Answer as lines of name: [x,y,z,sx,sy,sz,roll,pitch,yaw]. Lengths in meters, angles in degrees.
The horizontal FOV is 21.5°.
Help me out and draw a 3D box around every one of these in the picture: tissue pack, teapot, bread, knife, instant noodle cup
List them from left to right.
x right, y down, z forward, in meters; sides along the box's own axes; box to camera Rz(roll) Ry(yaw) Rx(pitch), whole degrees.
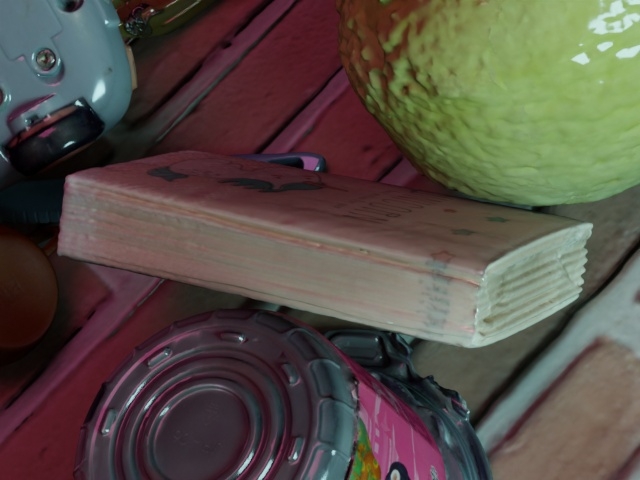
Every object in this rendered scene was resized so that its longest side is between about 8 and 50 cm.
teapot: [-0.260,0.040,1.281,0.116,0.116,0.173,18,46,32]
knife: [-0.140,-0.039,1.323,0.313,0.019,0.044,-4,71,24]
instant noodle cup: [-0.039,0.155,1.049,0.258,0.181,0.302,-10,57,21]
tissue pack: [0.000,0.000,1.142,0.325,0.170,0.071,12,104,29]
bread: [0.163,-0.184,1.126,0.321,0.237,0.320,-11,43,11]

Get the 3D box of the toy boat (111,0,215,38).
toy boat: [-0.101,-0.238,1.386,0.200,0.077,0.057,-40,53,-2]

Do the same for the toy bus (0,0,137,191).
toy bus: [-0.274,-0.120,1.315,0.288,0.232,0.194,-30,90,10]
